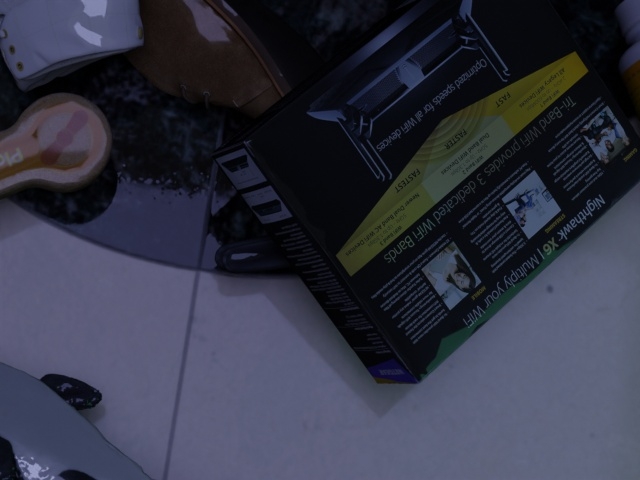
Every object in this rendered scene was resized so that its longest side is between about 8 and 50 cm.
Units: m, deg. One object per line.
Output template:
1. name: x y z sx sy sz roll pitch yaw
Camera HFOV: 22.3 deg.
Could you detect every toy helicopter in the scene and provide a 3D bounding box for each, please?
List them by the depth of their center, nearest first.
1. toy helicopter: -0.334 -0.018 1.336 0.355 0.140 0.235 -21 82 -12

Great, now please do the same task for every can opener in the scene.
1. can opener: 0.000 0.000 1.399 0.186 0.059 0.073 -13 90 -10

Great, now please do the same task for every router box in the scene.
1. router box: 0.102 -0.068 1.358 0.309 0.081 0.243 -39 101 -22

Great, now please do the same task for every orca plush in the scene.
1. orca plush: -0.208 0.192 1.298 0.287 0.151 0.102 24 118 -10

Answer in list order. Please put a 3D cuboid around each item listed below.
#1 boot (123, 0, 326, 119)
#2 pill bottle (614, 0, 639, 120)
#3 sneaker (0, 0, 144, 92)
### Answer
1. boot: -0.075 -0.149 1.424 0.115 0.112 0.305 -42 89 18
2. pill bottle: 0.339 -0.123 1.430 0.117 0.117 0.215 -20 80 -10
3. sneaker: -0.289 -0.209 1.386 0.292 0.108 0.169 -1 99 19
